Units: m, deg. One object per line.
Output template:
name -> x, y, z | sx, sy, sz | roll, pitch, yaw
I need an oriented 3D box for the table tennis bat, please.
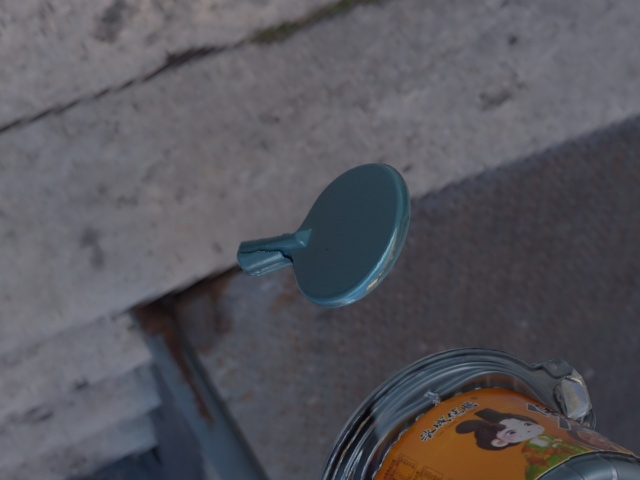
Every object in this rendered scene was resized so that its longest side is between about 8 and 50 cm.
table tennis bat -> 0.000, 0.000, 1.471 | 0.033, 0.124, 0.201 | 28, 154, -33

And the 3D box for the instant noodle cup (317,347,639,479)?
instant noodle cup -> 0.097, 0.152, 0.887 | 0.177, 0.125, 0.208 | 41, 76, -32
